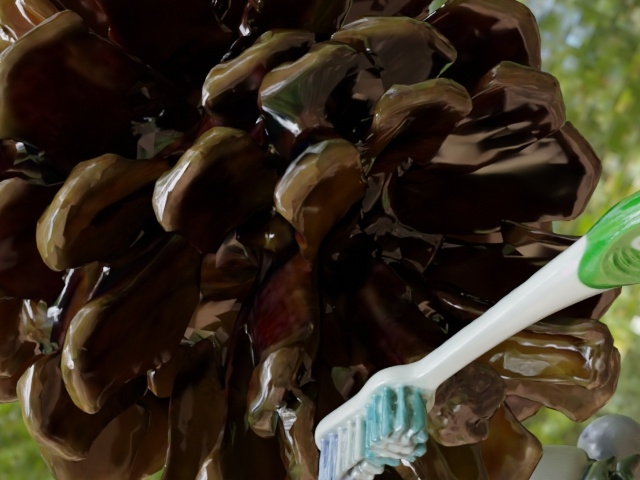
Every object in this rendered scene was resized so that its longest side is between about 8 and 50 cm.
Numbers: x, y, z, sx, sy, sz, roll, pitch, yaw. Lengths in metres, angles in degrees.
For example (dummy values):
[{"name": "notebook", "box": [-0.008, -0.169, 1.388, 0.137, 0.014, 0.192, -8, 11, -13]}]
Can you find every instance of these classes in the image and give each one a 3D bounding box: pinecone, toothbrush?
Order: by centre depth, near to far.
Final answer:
[{"name": "toothbrush", "box": [0.101, -0.008, 0.544, 0.304, 0.030, 0.030, -39, -6, 32]}, {"name": "pinecone", "box": [0.000, 0.000, 0.987, 0.384, 0.384, 0.384, -50, -23, -31]}]

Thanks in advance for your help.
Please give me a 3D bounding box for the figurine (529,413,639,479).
[{"name": "figurine", "box": [0.129, 0.236, 1.219, 0.382, 0.186, 0.261, 103, 174, -77]}]
